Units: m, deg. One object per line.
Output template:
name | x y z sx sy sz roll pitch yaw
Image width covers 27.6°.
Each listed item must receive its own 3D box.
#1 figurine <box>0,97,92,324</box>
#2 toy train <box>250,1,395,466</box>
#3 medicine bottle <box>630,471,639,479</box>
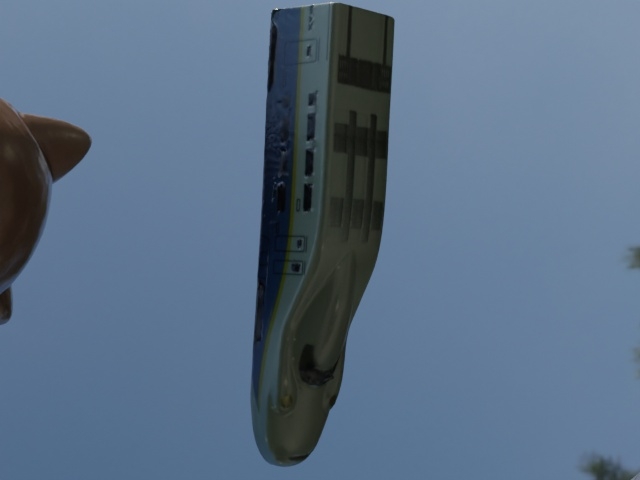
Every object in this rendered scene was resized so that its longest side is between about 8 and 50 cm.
figurine | -0.195 -0.022 0.649 0.138 0.125 0.125 16 -107 -39
toy train | 0.000 0.000 0.661 0.052 0.051 0.233 5 -93 -44
medicine bottle | 0.159 0.124 0.530 0.080 0.130 0.080 11 -128 -15
